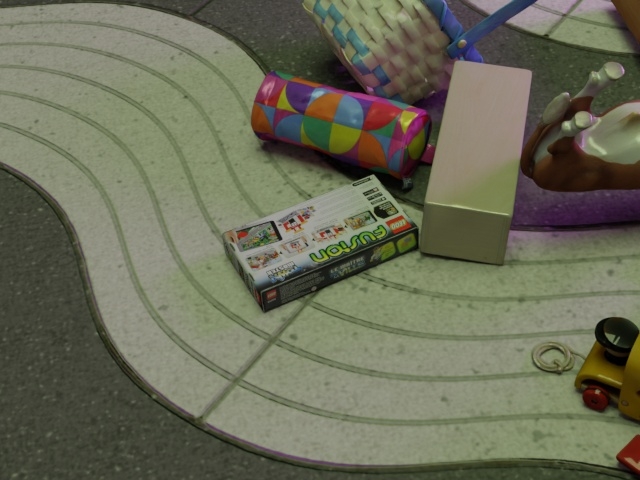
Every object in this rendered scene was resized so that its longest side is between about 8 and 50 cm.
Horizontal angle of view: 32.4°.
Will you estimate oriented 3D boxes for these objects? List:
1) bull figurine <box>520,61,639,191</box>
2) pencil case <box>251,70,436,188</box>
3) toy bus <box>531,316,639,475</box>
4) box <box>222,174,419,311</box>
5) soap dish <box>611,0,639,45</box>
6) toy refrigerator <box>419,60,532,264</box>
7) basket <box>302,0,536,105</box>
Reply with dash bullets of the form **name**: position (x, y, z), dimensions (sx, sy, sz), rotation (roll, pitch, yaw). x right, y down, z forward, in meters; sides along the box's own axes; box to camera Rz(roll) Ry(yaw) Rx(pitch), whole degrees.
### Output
- **bull figurine**: position (0.383, -0.121, 1.235), dimensions (0.310, 0.188, 0.101), rotation (-10, 62, -2)
- **pencil case**: position (0.028, -0.147, 1.415), dimensions (0.236, 0.104, 0.104), rotation (20, 50, 21)
- **toy bus**: position (0.340, 0.121, 1.103), dimensions (0.202, 0.104, 0.191), rotation (-13, 45, -8)
- **box**: position (0.000, 0.000, 1.308), dimensions (0.207, 0.036, 0.114), rotation (-22, 47, -16)
- **soap dish**: position (0.573, -0.340, 1.520), dimensions (0.291, 0.118, 0.229), rotation (-13, 44, 0)
- **toy refrigerator**: position (0.193, -0.099, 1.352), dimensions (0.102, 0.094, 0.269), rotation (9, 48, 8)
- **basket**: position (0.141, -0.334, 1.492), dimensions (0.289, 0.201, 0.255), rotation (-39, 47, 11)
